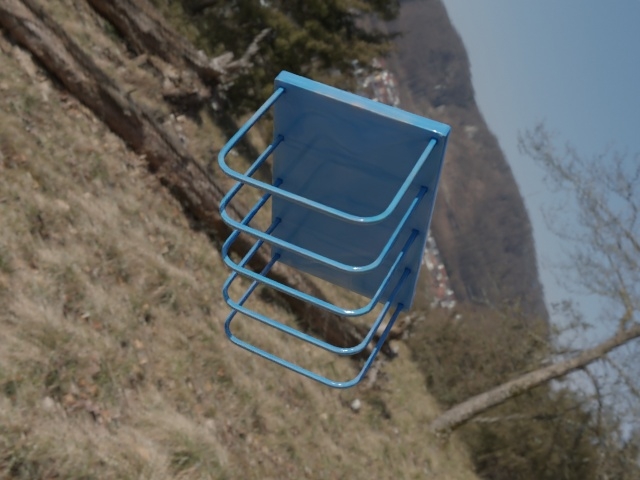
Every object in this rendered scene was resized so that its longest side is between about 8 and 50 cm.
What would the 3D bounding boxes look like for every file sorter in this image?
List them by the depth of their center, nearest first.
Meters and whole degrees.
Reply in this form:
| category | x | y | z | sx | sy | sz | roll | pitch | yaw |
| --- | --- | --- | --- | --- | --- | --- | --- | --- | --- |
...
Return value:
| category | x | y | z | sx | sy | sz | roll | pitch | yaw |
| --- | --- | --- | --- | --- | --- | --- | --- | --- | --- |
| file sorter | 0.000 | 0.000 | 0.533 | 0.104 | 0.118 | 0.170 | -54 | 159 | -40 |
